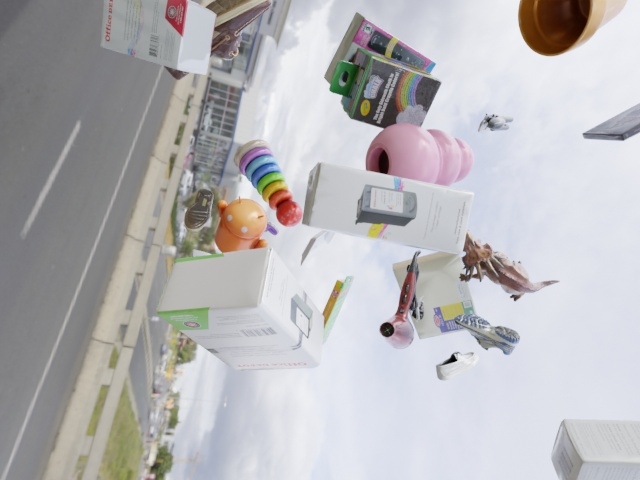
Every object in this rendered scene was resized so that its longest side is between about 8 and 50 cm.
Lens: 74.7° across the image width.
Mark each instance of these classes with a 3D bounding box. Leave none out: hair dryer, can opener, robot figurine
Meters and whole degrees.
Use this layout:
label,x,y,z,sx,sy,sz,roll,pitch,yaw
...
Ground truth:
label,x,y,z,sx,sy,sz,roll,pitch,yaw
hair dryer,0.205,0.170,1.084,0.293,0.080,0.224,-47,133,-55
can opener,0.767,-0.495,1.798,0.095,0.283,0.076,40,-52,31
robot figurine,-0.228,-0.034,1.190,0.219,0.128,0.158,-53,-136,47

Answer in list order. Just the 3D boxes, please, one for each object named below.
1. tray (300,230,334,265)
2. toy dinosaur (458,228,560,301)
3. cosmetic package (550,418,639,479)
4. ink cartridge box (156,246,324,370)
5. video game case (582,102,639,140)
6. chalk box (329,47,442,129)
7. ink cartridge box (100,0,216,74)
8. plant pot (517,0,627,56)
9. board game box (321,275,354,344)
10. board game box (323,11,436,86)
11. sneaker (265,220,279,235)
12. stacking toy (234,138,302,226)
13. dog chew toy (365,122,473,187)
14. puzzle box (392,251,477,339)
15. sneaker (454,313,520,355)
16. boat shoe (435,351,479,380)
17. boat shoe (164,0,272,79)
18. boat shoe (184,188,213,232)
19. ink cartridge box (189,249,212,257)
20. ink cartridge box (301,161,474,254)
label,x,y,z,sx,sy,sz,roll,pitch,yaw
tray,0.000,0.000,1.720,0.145,0.030,0.270,-61,168,30
toy dinosaur,0.494,0.086,1.140,0.127,0.295,0.200,-64,163,-1
cosmetic package,0.528,0.367,0.699,0.086,0.230,0.118,-82,169,-57
ink cartridge box,-0.130,0.141,0.783,0.273,0.198,0.115,60,29,-49
video game case,0.940,-0.367,1.206,0.274,0.026,0.196,-28,-168,9
chalk box,0.169,-0.447,1.242,0.179,0.288,0.180,-102,-151,-58
ink cartridge box,-0.328,-0.430,0.854,0.127,0.176,0.128,-56,164,-69
plant pot,0.640,-0.586,1.038,0.205,0.187,0.205,57,-19,32
board game box,0.041,0.233,1.413,0.260,0.039,0.124,-64,163,4
board game box,0.198,-0.568,1.398,0.224,0.303,0.098,-59,-147,26
sneaker,-0.246,-0.053,1.659,0.068,0.169,0.071,0,-111,65
stacking toy,-0.165,-0.182,1.431,0.330,0.141,0.141,58,-36,19
dog chew toy,0.289,-0.218,1.157,0.206,0.331,0.207,25,-61,56
puzzle box,0.491,0.235,1.767,0.052,0.271,0.409,-79,149,-58
sneaker,0.346,0.203,0.892,0.135,0.052,0.058,22,-64,34
boat shoe,0.480,0.428,1.480,0.066,0.184,0.063,177,-105,-71
boat shoe,-0.264,-0.533,1.094,0.341,0.123,0.123,-28,-133,7
boat shoe,-0.362,-0.075,1.251,0.190,0.068,0.072,-83,-161,-53
ink cartridge box,-0.401,0.140,1.366,0.160,0.092,0.219,-68,-160,8
ink cartridge box,0.123,-0.063,0.882,0.226,0.305,0.131,-154,-107,-84
